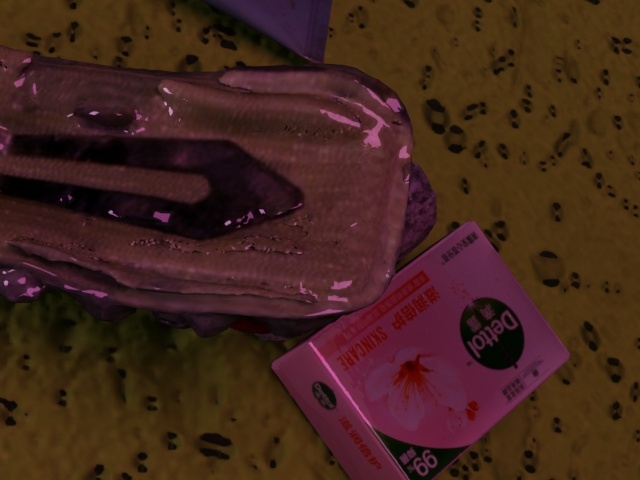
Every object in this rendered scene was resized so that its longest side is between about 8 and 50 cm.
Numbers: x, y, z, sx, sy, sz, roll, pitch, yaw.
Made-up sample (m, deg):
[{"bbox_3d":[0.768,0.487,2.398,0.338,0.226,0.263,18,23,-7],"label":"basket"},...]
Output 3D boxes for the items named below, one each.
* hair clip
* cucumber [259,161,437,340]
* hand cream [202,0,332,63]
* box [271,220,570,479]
[{"bbox_3d":[-0.125,-0.028,0.633,0.321,0.091,0.138,13,63,-1],"label":"hair clip"},{"bbox_3d":[0.002,-0.001,0.713,0.112,0.064,0.064,-37,89,-34],"label":"cucumber"},{"bbox_3d":[-0.120,-0.191,0.730,0.312,0.070,0.111,20,59,-24],"label":"hand cream"},{"bbox_3d":[0.050,0.059,0.726,0.125,0.043,0.089,-36,89,-34],"label":"box"}]
